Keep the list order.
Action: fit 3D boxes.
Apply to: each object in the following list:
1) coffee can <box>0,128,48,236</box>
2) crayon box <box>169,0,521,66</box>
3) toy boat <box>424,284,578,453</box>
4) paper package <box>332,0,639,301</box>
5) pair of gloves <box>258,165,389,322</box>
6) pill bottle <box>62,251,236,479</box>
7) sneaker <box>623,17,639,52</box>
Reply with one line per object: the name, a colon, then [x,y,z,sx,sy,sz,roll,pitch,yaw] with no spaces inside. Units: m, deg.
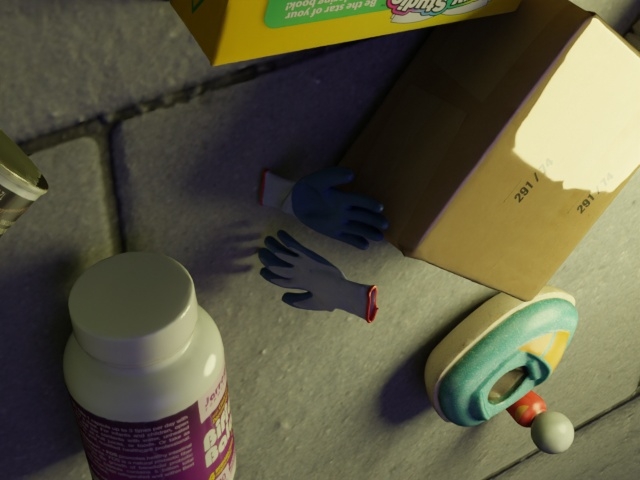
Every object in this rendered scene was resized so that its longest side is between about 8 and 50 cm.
coffee can: [-0.374,-0.007,0.815,0.275,0.201,0.201,-47,141,-1]
crayon box: [0.069,-0.327,0.951,0.362,0.106,0.313,-15,148,-29]
toy boat: [0.302,0.210,1.639,0.267,0.148,0.318,-39,140,-6]
paper package: [0.224,-0.116,1.271,0.309,0.168,0.325,21,108,-50]
pair of gloves: [0.000,0.000,1.201,0.023,0.159,0.198,-43,146,-49]
pill bottle: [-0.182,0.162,1.164,0.169,0.169,0.302,-24,138,-23]
sneaker: [0.521,-0.262,1.429,0.321,0.124,0.180,-48,140,5]
